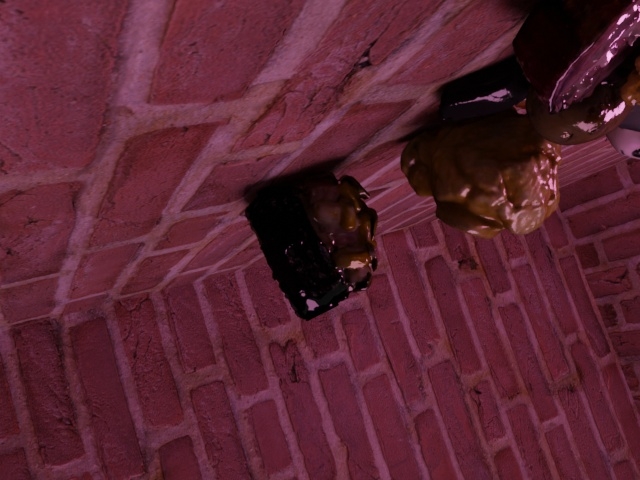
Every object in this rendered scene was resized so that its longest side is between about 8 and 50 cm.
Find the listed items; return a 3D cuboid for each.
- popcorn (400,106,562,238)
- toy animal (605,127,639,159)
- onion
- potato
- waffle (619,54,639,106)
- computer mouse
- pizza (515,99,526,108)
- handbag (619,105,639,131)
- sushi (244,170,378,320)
[{"bbox_3d":[0.359,-0.163,1.274,0.292,0.293,0.334,16,-167,-16],"label":"popcorn"},{"bbox_3d":[0.895,-0.330,1.496,0.310,0.250,0.251,-8,175,16],"label":"toy animal"},{"bbox_3d":[0.381,-0.315,0.781,0.314,0.146,0.280,-15,146,-54],"label":"onion"},{"bbox_3d":[0.472,-0.267,1.020,0.262,0.165,0.165,-37,178,-17],"label":"potato"},{"bbox_3d":[0.566,-0.328,0.854,0.325,0.068,0.302,-24,149,-48],"label":"waffle"},{"bbox_3d":[0.327,-0.278,1.098,0.217,0.073,0.122,-20,170,16],"label":"computer mouse"},{"bbox_3d":[0.491,-0.325,1.196,0.247,0.058,0.127,-18,172,-9],"label":"pizza"},{"bbox_3d":[0.818,-0.293,1.304,0.075,0.332,0.191,-55,152,-23],"label":"handbag"},{"bbox_3d":[0.000,0.000,1.439,0.285,0.327,0.328,-28,172,-4],"label":"sushi"}]
